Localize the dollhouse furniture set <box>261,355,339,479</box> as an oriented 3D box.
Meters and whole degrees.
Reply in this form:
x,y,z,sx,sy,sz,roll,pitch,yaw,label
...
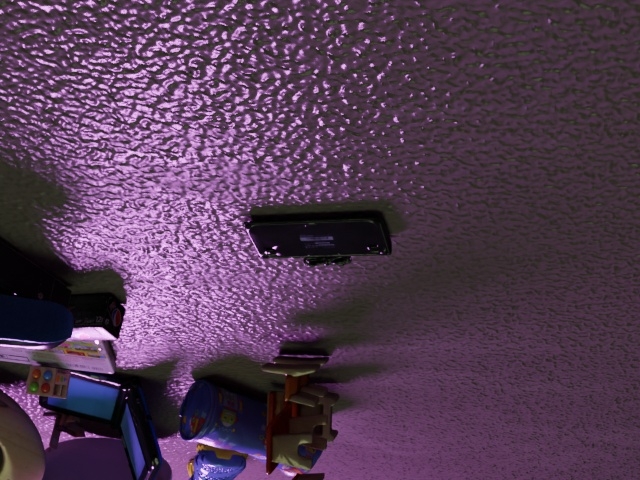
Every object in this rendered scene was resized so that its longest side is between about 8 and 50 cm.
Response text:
x,y,z,sx,sy,sz,roll,pitch,yaw,label
-0.056,0.324,1.626,0.135,0.262,0.259,3,-177,11,dollhouse furniture set

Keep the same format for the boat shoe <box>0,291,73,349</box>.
x,y,z,sx,sy,sz,roll,pitch,yaw,label
-0.481,0.116,1.325,0.258,0.109,0.089,21,152,-22,boat shoe

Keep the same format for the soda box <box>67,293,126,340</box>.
x,y,z,sx,sy,sz,roll,pitch,yaw,label
-0.396,0.123,1.498,0.169,0.060,0.053,-3,149,18,soda box

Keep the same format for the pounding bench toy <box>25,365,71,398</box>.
x,y,z,sx,sy,sz,roll,pitch,yaw,label
-0.509,0.255,1.727,0.083,0.052,0.065,4,169,14,pounding bench toy

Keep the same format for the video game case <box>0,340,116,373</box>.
x,y,z,sx,sy,sz,roll,pitch,yaw,label
-0.480,0.173,1.647,0.227,0.026,0.206,7,152,0,video game case

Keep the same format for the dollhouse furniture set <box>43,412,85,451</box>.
x,y,z,sx,sy,sz,roll,pitch,yaw,label
-0.549,0.436,2.091,0.091,0.081,0.114,-7,149,23,dollhouse furniture set

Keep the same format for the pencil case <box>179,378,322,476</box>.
x,y,z,sx,sy,sz,roll,pitch,yaw,label
-0.134,0.365,1.835,0.306,0.119,0.133,29,155,-36,pencil case

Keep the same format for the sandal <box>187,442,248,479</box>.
x,y,z,sx,sy,sz,roll,pitch,yaw,label
-0.246,0.555,2.197,0.126,0.138,0.317,12,150,-7,sandal

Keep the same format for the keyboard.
x,y,z,sx,sy,sz,roll,pitch,yaw,label
0.000,0.000,1.227,0.180,0.023,0.108,-1,145,16,keyboard

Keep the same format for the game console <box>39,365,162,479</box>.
x,y,z,sx,sy,sz,roll,pitch,yaw,label
-0.439,0.377,1.878,0.173,0.250,0.293,-13,159,-21,game console

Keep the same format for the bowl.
x,y,z,sx,sy,sz,roll,pitch,yaw,label
-0.479,0.554,2.079,0.298,0.134,0.298,10,-168,-2,bowl

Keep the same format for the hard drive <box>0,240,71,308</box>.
x,y,z,sx,sy,sz,roll,pitch,yaw,label
-0.554,0.035,1.362,0.237,0.064,0.339,-8,148,25,hard drive

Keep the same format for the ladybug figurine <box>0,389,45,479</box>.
x,y,z,sx,sy,sz,roll,pitch,yaw,label
-0.738,0.377,1.859,0.305,0.162,0.449,-44,122,6,ladybug figurine
